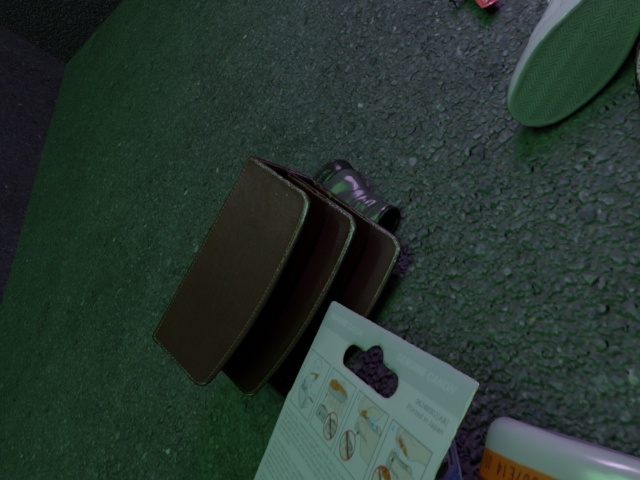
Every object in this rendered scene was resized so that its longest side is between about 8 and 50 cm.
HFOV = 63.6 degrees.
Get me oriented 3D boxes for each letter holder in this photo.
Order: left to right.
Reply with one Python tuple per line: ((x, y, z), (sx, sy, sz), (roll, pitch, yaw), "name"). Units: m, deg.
((-0.057, 0.075, 0.721), (0.214, 0.152, 0.302), (37, 104, 28), "letter holder")

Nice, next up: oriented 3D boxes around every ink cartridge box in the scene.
((0.027, 0.285, 0.552), (0.385, 0.091, 0.308), (-67, 23, -3), "ink cartridge box")

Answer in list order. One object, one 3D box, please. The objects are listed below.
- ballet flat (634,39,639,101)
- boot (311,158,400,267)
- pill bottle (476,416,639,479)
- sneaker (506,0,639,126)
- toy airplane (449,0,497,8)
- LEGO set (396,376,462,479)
((0.365, -0.083, 0.422), (0.164, 0.182, 0.482), (-27, 52, 42), "ballet flat")
((0.000, 0.000, 0.814), (0.246, 0.083, 0.161), (-48, 50, 16), "boot")
((0.184, 0.347, 0.347), (0.224, 0.224, 0.392), (5, 73, 45), "pill bottle")
((0.322, -0.292, 0.652), (0.292, 0.108, 0.169), (-60, 15, 24), "sneaker")
((0.268, -0.424, 0.809), (0.151, 0.028, 0.151), (-20, 58, 35), "toy airplane")
((0.095, 0.281, 0.610), (0.182, 0.060, 0.244), (-22, 67, 35), "LEGO set")
